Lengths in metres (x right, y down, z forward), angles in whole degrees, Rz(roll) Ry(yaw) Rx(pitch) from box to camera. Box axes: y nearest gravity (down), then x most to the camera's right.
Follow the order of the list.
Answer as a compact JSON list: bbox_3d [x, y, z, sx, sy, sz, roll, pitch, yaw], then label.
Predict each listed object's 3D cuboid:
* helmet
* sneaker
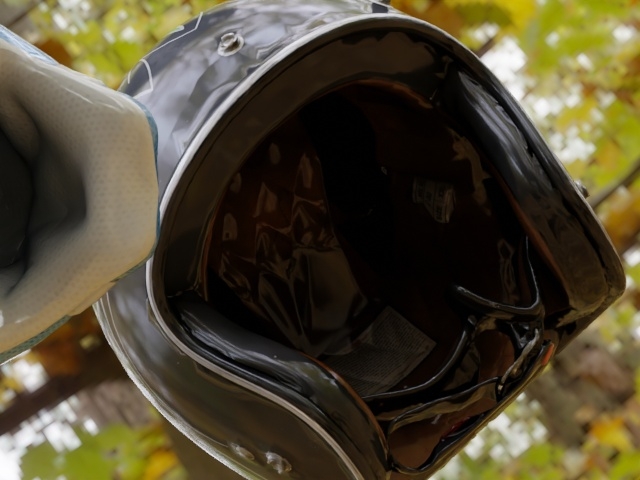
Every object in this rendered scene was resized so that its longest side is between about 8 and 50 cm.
[{"bbox_3d":[0.000,0.000,0.625,0.169,0.161,0.169,-42,-9,-8],"label":"helmet"},{"bbox_3d":[-0.116,-0.020,0.257,0.086,0.085,0.237,-12,-11,35],"label":"sneaker"}]
